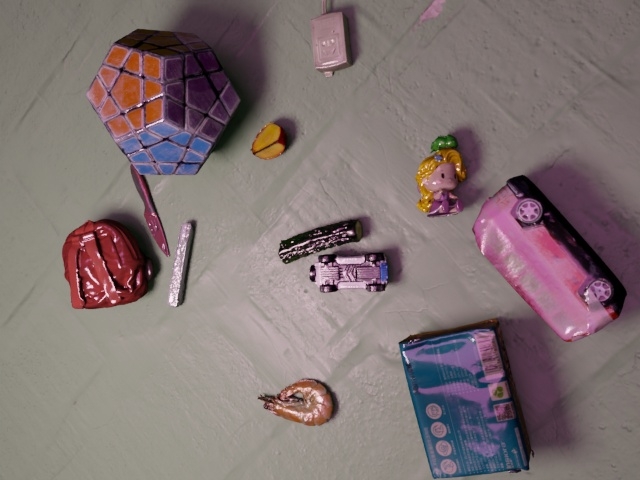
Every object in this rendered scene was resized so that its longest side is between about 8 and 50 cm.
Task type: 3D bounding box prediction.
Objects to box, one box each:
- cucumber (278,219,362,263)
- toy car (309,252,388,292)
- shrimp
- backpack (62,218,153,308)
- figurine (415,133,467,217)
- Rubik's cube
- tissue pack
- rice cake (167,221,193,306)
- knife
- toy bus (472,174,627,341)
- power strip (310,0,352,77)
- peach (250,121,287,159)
[{"bbox_3d":[0.000,0.000,1.210,0.187,0.058,0.058,-18,86,19],"label":"cucumber"},{"bbox_3d":[0.059,0.066,1.182,0.171,0.070,0.080,-3,92,18],"label":"toy car"},{"bbox_3d":[-0.057,0.356,1.254,0.180,0.041,0.099,2,92,21],"label":"shrimp"},{"bbox_3d":[-0.522,0.054,1.356,0.229,0.139,0.229,3,98,19],"label":"backpack"},{"bbox_3d":[0.226,-0.124,1.113,0.115,0.095,0.156,-9,84,59],"label":"figurine"},{"bbox_3d":[-0.327,-0.291,1.203,0.319,0.319,0.264,-19,61,20],"label":"Rubik's cube"},{"bbox_3d":[0.277,0.299,1.080,0.192,0.134,0.270,-13,88,21],"label":"tissue pack"},{"bbox_3d":[-0.332,0.057,1.345,0.033,0.033,0.207,12,95,9],"label":"rice cake"},{"bbox_3d":[-0.419,-0.072,1.379,0.036,0.018,0.247,-22,86,17],"label":"knife"},{"bbox_3d":[0.406,0.034,1.024,0.147,0.127,0.302,-43,78,20],"label":"toy bus"},{"bbox_3d":[0.020,-0.437,1.189,0.075,0.042,0.175,-6,90,22],"label":"power strip"},{"bbox_3d":[-0.108,-0.211,1.241,0.077,0.050,0.083,38,95,38],"label":"peach"}]
